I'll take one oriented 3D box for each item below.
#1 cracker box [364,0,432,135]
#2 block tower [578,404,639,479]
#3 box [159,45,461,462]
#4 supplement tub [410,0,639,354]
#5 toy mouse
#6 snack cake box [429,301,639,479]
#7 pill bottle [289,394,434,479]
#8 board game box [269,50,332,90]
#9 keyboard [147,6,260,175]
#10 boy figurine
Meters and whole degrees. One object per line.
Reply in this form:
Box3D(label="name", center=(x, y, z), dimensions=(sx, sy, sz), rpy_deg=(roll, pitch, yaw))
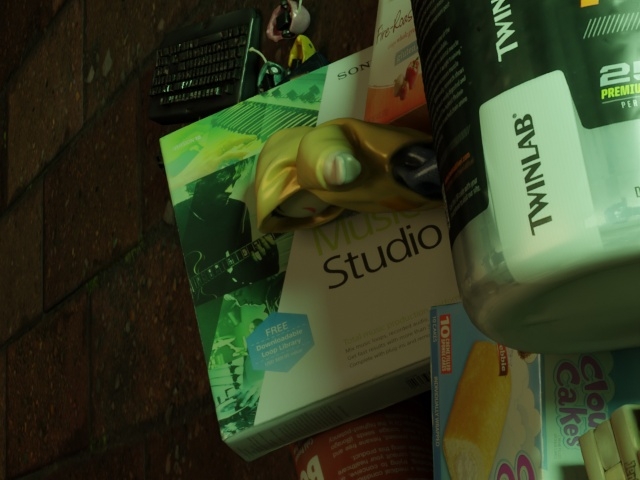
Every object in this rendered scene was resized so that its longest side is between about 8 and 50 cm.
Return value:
Box3D(label="cracker box", center=(0.107, -0.201, 1.127), dimensions=(0.155, 0.067, 0.232), rpy_deg=(-24, 55, 61))
Box3D(label="block tower", center=(0.272, 0.077, 0.755), dimensions=(0.335, 0.091, 0.097), rpy_deg=(-49, 44, 50))
Box3D(label="box", center=(0.000, 0.000, 1.203), dimensions=(0.058, 0.232, 0.322), rpy_deg=(55, -165, -52))
Box3D(label="supplement tub", center=(0.164, -0.116, 0.875), dimensions=(0.207, 0.207, 0.338), rpy_deg=(-42, 50, 55))
Box3D(label="toy mouse", center=(-0.035, -0.193, 1.499), dimensions=(0.143, 0.031, 0.161), rpy_deg=(19, 103, 63))
Box3D(label="snack cake box", center=(0.150, 0.170, 0.985), dimensions=(0.152, 0.089, 0.264), rpy_deg=(161, 110, -66))
Box3D(label="pill bottle", center=(0.048, 0.213, 1.160), dimensions=(0.121, 0.121, 0.216), rpy_deg=(-60, 35, 42))
Box3D(label="board game box", center=(-0.020, -0.047, 1.343), dimensions=(0.165, 0.042, 0.243), rpy_deg=(-38, 45, 15))
Box3D(label="keyboard", center=(-0.152, -0.170, 1.739), dimensions=(0.317, 0.033, 0.201), rpy_deg=(-178, 91, -65))
Box3D(label="boy figurine", center=(0.050, -0.045, 1.081), dimensions=(0.285, 0.177, 0.092), rpy_deg=(2, 88, 38))
